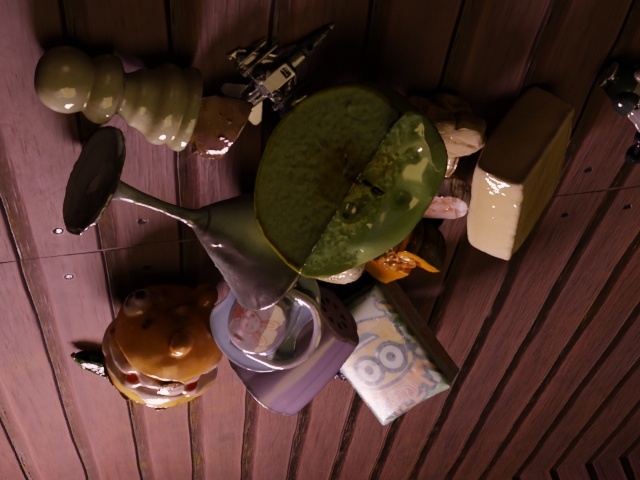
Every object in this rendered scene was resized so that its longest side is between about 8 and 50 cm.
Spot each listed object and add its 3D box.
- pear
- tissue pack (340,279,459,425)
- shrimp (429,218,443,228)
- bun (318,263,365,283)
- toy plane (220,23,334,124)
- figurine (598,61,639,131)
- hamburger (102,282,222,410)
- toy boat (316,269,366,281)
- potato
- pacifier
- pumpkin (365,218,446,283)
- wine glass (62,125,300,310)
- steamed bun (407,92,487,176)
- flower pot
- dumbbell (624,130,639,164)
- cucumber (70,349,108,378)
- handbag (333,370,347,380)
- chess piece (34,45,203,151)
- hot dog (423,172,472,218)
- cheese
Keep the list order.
[{"bbox_3d":[0.069,-0.113,1.597,0.318,0.238,0.343,10,119,-54],"label":"pear"},{"bbox_3d":[0.158,0.268,2.213,0.228,0.311,0.128,-36,-179,29],"label":"tissue pack"},{"bbox_3d":[0.255,-0.099,1.950,0.082,0.076,0.174,25,153,14],"label":"shrimp"},{"bbox_3d":[0.000,0.000,1.907,0.220,0.134,0.220,18,159,7],"label":"bun"},{"bbox_3d":[-0.069,-0.284,1.526,0.234,0.082,0.160,-33,116,25],"label":"toy plane"},{"bbox_3d":[0.638,-0.282,1.750,0.192,0.126,0.147,29,148,-5],"label":"figurine"},{"bbox_3d":[-0.335,0.215,1.988,0.276,0.277,0.237,3,141,-25],"label":"hamburger"},{"bbox_3d":[0.040,0.057,2.087,0.139,0.059,0.066,-11,117,-6],"label":"toy boat"},{"bbox_3d":[-0.191,-0.190,1.552,0.100,0.089,0.172,30,158,-15],"label":"potato"},{"bbox_3d":[-0.095,0.139,1.921,0.238,0.226,0.287,25,115,3],"label":"pacifier"},{"bbox_3d":[0.180,0.009,1.992,0.130,0.126,0.248,24,160,-28],"label":"pumpkin"},{"bbox_3d":[-0.246,-0.044,1.659,0.405,0.267,0.267,20,133,-35],"label":"wine glass"},{"bbox_3d":[0.221,-0.208,1.727,0.192,0.106,0.177,1,148,-8],"label":"steamed bun"},{"bbox_3d":[-0.055,0.235,2.091,0.243,0.265,0.265,-40,140,21],"label":"flower pot"},{"bbox_3d":[0.697,-0.204,1.973,0.040,0.036,0.083,-7,146,-8],"label":"dumbbell"},{"bbox_3d":[-0.501,0.324,2.253,0.067,0.068,0.293,-30,142,22],"label":"cucumber"},{"bbox_3d":[0.143,0.297,2.399,0.207,0.127,0.229,14,127,-15],"label":"handbag"},{"bbox_3d":[-0.332,-0.237,1.450,0.251,0.145,0.144,10,139,-25],"label":"chess piece"},{"bbox_3d":[0.190,-0.095,1.852,0.252,0.069,0.131,2,147,18],"label":"hot dog"},{"bbox_3d":[0.394,-0.129,1.792,0.242,0.123,0.266,-48,156,-23],"label":"cheese"}]
